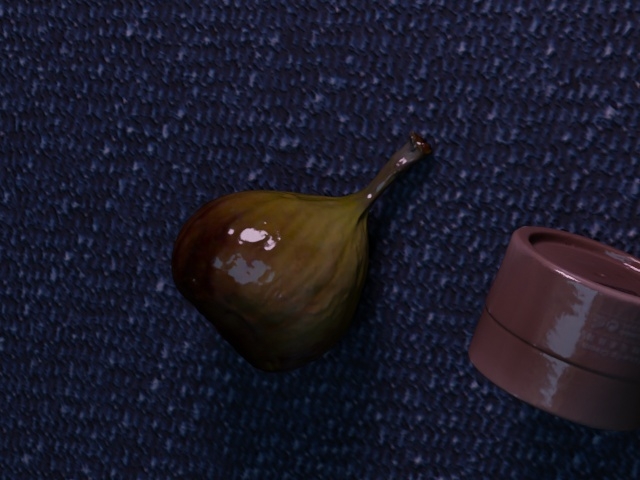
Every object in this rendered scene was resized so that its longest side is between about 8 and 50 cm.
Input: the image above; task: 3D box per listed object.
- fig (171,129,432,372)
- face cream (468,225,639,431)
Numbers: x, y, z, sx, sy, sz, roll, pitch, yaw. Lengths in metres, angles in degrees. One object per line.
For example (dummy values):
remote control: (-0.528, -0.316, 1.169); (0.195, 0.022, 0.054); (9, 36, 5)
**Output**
fig: (-0.006, 0.011, 1.469); (0.230, 0.143, 0.160); (-25, 117, 19)
face cream: (0.198, 0.065, 1.371); (0.149, 0.149, 0.104); (25, 106, 20)
